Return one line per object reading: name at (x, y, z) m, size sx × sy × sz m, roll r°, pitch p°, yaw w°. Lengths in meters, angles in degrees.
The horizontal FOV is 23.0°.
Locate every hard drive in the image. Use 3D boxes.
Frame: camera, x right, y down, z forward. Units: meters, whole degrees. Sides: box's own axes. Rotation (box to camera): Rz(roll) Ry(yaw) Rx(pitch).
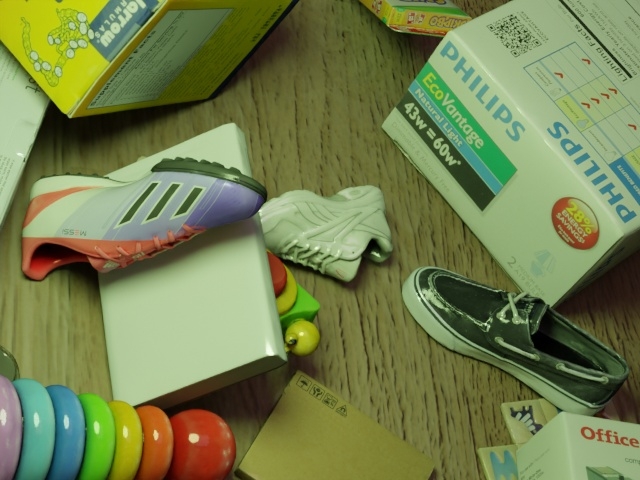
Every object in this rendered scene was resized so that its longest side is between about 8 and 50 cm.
hard drive at (-0.158, 0.033, 1.788) m, size 0.040 × 0.203 × 0.307 m, roll 44°, pitch 29°, yaw -55°

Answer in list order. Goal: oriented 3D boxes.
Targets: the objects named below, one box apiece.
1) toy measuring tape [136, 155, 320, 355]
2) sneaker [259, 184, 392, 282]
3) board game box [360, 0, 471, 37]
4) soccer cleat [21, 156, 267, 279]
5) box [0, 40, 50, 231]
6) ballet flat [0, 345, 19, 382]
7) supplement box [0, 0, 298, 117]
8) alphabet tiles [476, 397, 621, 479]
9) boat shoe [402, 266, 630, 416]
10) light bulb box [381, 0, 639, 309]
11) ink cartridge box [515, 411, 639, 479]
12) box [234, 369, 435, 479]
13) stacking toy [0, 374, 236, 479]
toy measuring tape at (-0.133, 0.027, 1.851) m, size 0.330 × 0.121 × 0.121 m, roll 42°, pitch 49°, yaw 17°
sneaker at (0.000, 0.000, 1.948) m, size 0.232 × 0.090 × 0.115 m, roll -11°, pitch 66°, yaw -31°
board game box at (0.111, -0.342, 2.200) m, size 0.124 × 0.039 × 0.259 m, roll 3°, pitch 29°, yaw -25°
soccer cleat at (-0.200, -0.017, 1.747) m, size 0.108 × 0.318 × 0.116 m, roll 41°, pitch 52°, yaw -51°
box at (-0.445, -0.120, 1.779) m, size 0.231 × 0.127 × 0.262 m, roll 22°, pitch 50°, yaw -13°
ballet flat at (-0.434, 0.096, 1.685) m, size 0.250 × 0.058 × 0.084 m, roll 27°, pitch 85°, yaw 0°
supplement box at (-0.213, -0.293, 1.886) m, size 0.195 × 0.194 × 0.356 m, roll 48°, pitch 23°, yaw 10°
alphabet tiles at (0.347, 0.345, 1.928) m, size 0.285 × 0.011 × 0.342 m, roll -2°, pitch 59°, yaw -28°
boat shoe at (0.249, 0.110, 1.979) m, size 0.301 × 0.102 × 0.108 m, roll 33°, pitch 47°, yaw 3°
light bulb box at (0.347, -0.149, 2.137) m, size 0.361 × 0.225 × 0.358 m, roll -29°, pitch 74°, yaw -37°
ink cartridge box at (0.357, 0.361, 1.834) m, size 0.211 × 0.121 × 0.289 m, roll 11°, pitch 53°, yaw -20°
box at (0.019, 0.263, 1.813) m, size 0.201 × 0.021 × 0.164 m, roll 34°, pitch 49°, yaw -2°
stacking toy at (-0.243, 0.212, 1.656) m, size 0.330 × 0.141 × 0.141 m, roll 8°, pitch 54°, yaw -31°
